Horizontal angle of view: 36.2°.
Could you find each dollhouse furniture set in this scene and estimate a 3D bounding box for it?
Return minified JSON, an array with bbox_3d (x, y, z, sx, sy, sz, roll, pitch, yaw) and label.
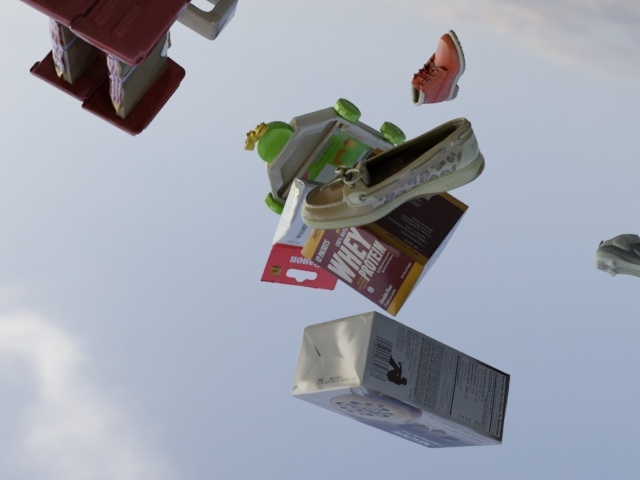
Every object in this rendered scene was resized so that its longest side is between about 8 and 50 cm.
[{"bbox_3d":[-0.170,-0.324,1.122,0.152,0.201,0.374,33,-111,1],"label":"dollhouse furniture set"}]

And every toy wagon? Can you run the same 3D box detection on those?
[{"bbox_3d":[-0.003,-0.160,1.940,0.344,0.267,0.068,23,-154,-32],"label":"toy wagon"}]

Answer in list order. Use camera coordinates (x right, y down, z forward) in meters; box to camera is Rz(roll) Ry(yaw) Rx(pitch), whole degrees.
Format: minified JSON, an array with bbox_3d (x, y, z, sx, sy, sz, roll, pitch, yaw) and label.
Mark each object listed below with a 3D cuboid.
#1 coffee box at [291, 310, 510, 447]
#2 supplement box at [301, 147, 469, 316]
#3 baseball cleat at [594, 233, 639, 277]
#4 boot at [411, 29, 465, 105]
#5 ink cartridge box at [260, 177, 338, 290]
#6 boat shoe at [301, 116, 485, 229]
[{"bbox_3d":[0.128,0.221,1.501,0.297,0.119,0.168,27,152,-32],"label":"coffee box"},{"bbox_3d":[0.108,-0.017,1.624,0.191,0.129,0.194,34,-137,9],"label":"supplement box"},{"bbox_3d":[0.685,0.039,2.060,0.205,0.072,0.109,16,-121,20],"label":"baseball cleat"},{"bbox_3d":[0.201,-0.293,1.697,0.084,0.158,0.059,-16,-125,-15],"label":"boot"},{"bbox_3d":[0.000,0.000,1.914,0.181,0.225,0.056,9,-161,-31],"label":"ink cartridge box"},{"bbox_3d":[0.097,-0.101,1.454,0.285,0.089,0.105,-21,-144,5],"label":"boat shoe"}]
